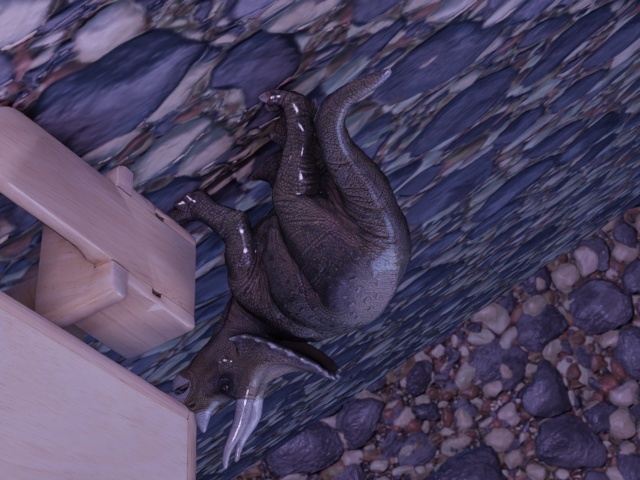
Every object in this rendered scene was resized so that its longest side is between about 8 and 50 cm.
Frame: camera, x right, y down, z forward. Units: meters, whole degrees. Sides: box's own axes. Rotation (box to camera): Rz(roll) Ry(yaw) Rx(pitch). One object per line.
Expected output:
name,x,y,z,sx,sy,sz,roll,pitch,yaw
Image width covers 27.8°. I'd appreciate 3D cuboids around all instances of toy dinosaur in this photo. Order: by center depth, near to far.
toy dinosaur,0.000,0.000,0.818,0.121,0.160,0.313,-23,164,-45

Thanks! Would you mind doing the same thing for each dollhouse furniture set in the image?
dollhouse furniture set,-0.250,0.133,0.611,0.355,0.303,0.174,-24,137,25
